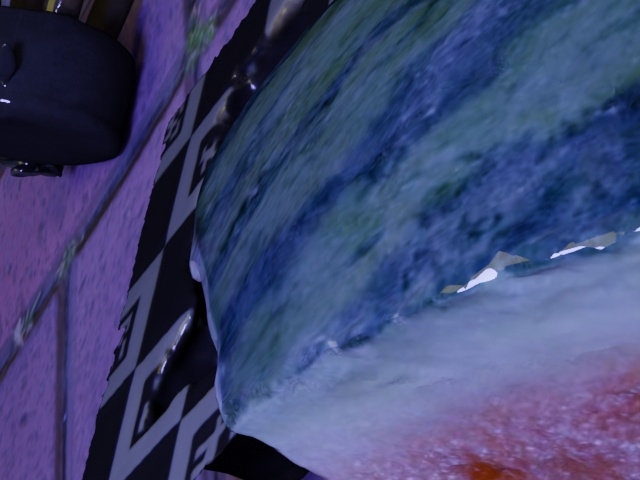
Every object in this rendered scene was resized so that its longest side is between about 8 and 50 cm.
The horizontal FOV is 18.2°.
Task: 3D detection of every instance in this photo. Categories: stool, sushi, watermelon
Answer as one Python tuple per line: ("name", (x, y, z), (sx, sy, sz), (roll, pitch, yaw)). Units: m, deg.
("stool", (-0.224, -0.131, 1.503), (0.228, 0.153, 0.139), (-18, 60, 64))
("sushi", (0.000, 0.000, 0.996), (0.296, 0.100, 0.373), (-50, 22, 41))
("watermelon", (0.126, 0.022, 0.447), (0.250, 0.283, 0.292), (-46, -67, -84))
